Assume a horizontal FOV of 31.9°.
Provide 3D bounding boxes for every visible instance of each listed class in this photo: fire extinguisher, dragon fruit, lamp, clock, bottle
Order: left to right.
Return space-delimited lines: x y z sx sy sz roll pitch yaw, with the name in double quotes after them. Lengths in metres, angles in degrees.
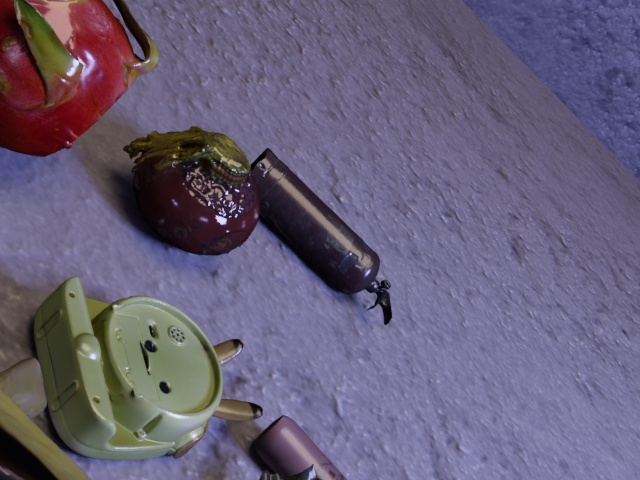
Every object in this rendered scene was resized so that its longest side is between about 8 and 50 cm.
-0.307 -0.203 1.161 0.227 0.224 0.224 57 25 -23 "dragon fruit"
-0.162 0.129 1.096 0.232 0.069 0.170 14 44 -45 "clock"
-0.135 -0.062 1.291 0.157 0.135 0.156 6 50 -52 "lamp"
-0.009 0.249 1.172 0.140 0.053 0.053 49 30 0 "bottle"
0.000 0.000 1.458 0.268 0.072 0.089 44 24 -6 "fire extinguisher"

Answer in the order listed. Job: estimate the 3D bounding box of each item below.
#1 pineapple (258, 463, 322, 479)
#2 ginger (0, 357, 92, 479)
-0.047 0.301 1.000 0.128 0.128 0.248 44 26 -7 "pineapple"
-0.237 0.265 0.707 0.358 0.211 0.413 23 74 -27 "ginger"
